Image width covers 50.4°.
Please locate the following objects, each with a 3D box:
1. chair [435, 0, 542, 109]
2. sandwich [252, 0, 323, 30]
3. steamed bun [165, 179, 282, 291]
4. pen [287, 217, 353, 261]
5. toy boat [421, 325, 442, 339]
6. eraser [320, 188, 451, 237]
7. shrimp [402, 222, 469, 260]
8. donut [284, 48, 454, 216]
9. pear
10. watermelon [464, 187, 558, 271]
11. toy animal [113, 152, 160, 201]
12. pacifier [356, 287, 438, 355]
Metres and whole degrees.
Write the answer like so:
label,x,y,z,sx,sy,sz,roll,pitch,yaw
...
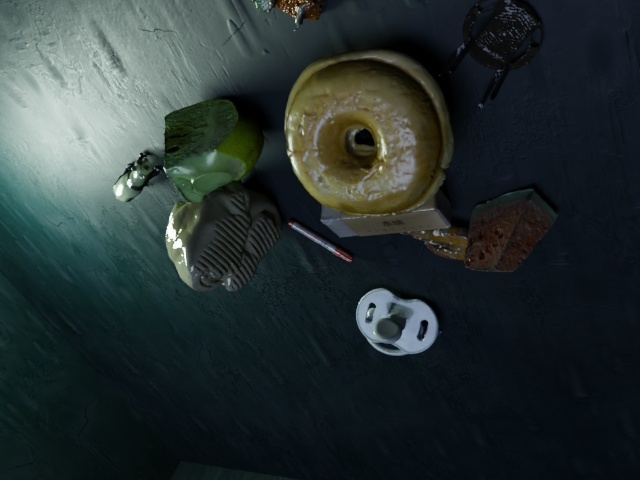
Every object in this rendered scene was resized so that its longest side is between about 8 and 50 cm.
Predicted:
label,x,y,z,sx,sy,sz,roll,pitch,yaw
chair,0.369,-0.412,1.485,0.174,0.149,0.213,34,99,-3
sandwich,-0.056,-0.576,1.535,0.160,0.109,0.185,36,140,-6
steamed bun,-0.332,-0.021,2.114,0.255,0.367,0.342,19,161,35
pen,0.000,0.000,2.187,0.239,0.028,0.028,32,141,-3
toy boat,0.314,0.318,2.327,0.210,0.066,0.084,-5,128,22
eraser,0.181,-0.076,1.892,0.343,0.078,0.144,-6,157,26
shrimp,0.330,-0.005,1.970,0.317,0.062,0.164,16,147,17
donut,0.110,-0.257,1.653,0.449,0.198,0.449,12,118,25
pear,-0.291,-0.266,1.928,0.282,0.286,0.176,-23,138,12
watermelon,0.467,0.006,1.746,0.140,0.256,0.193,43,146,-17
toy animal,-0.611,-0.207,2.246,0.094,0.121,0.225,44,137,-18
pacifier,0.236,0.288,2.211,0.279,0.207,0.227,17,105,14
